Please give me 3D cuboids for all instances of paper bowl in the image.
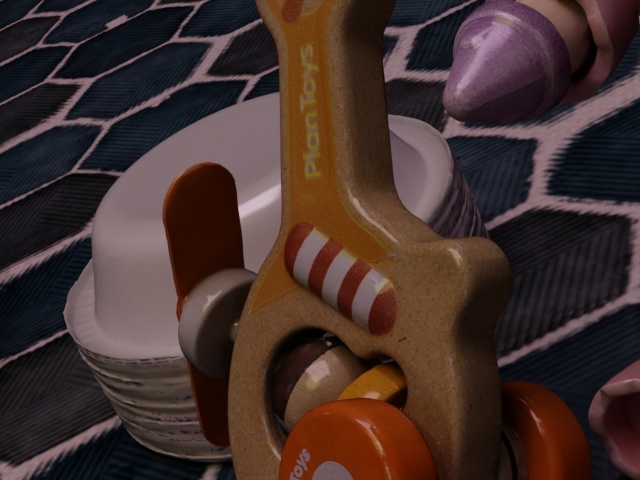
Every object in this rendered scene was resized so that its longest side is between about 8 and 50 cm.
[{"bbox_3d":[-0.038,0.004,1.004,0.284,0.148,0.284,-22,25,11],"label":"paper bowl"}]

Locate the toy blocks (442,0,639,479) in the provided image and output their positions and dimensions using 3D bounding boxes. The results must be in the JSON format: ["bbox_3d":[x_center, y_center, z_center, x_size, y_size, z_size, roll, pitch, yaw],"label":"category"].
[{"bbox_3d":[0.212,0.013,0.606,0.309,0.288,0.260,3,32,42],"label":"toy blocks"}]

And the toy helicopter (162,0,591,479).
[{"bbox_3d":[0.000,0.000,0.777,0.140,0.355,0.235,-1,-3,-42],"label":"toy helicopter"}]
